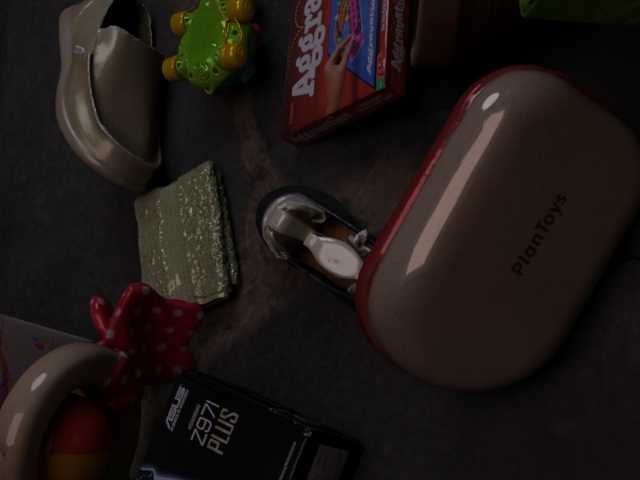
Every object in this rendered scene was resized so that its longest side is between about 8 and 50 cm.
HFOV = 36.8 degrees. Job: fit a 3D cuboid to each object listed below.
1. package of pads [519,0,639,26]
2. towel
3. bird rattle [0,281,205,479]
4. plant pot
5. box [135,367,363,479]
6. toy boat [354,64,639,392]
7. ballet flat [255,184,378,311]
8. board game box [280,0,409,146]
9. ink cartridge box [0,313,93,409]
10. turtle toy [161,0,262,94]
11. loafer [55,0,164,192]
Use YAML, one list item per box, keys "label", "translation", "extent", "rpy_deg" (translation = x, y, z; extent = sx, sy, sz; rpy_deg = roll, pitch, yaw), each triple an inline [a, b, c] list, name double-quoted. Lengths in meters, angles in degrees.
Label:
- label: "package of pads"
  translation: [0.245, -0.240, 0.582]
  extent: [0.101, 0.296, 0.229]
  rpy_deg: [121, 146, -59]
- label: "towel"
  translation: [-0.130, 0.003, 0.912]
  extent: [0.110, 0.027, 0.148]
  rpy_deg: [-24, 60, 26]
- label: "bird rattle"
  translation: [-0.186, 0.159, 0.792]
  extent: [0.143, 0.207, 0.253]
  rpy_deg: [19, 93, 21]
- label: "plant pot"
  translation: [0.128, -0.249, 0.730]
  extent: [0.110, 0.237, 0.237]
  rpy_deg: [2, 70, 3]
- label: "box"
  translation: [-0.071, 0.212, 0.755]
  extent: [0.147, 0.077, 0.180]
  rpy_deg: [17, 83, 39]
- label: "toy boat"
  translation: [0.113, -0.010, 0.692]
  extent: [0.231, 0.151, 0.151]
  rpy_deg: [-59, 20, 1]
- label: "ballet flat"
  translation: [0.000, 0.000, 0.792]
  extent: [0.203, 0.074, 0.074]
  rpy_deg: [36, 95, 39]
- label: "board game box"
  translation: [0.025, -0.236, 0.867]
  extent: [0.145, 0.027, 0.281]
  rpy_deg: [-20, 60, 50]
- label: "ink cartridge box"
  translation: [-0.321, 0.145, 0.873]
  extent: [0.093, 0.212, 0.154]
  rpy_deg: [-9, 67, 33]
- label: "turtle toy"
  translation: [-0.095, -0.199, 0.940]
  extent: [0.095, 0.066, 0.130]
  rpy_deg: [-4, 70, 33]
- label: "loafer"
  translation: [-0.210, -0.167, 0.988]
  extent: [0.092, 0.102, 0.268]
  rpy_deg: [-36, 53, 24]
